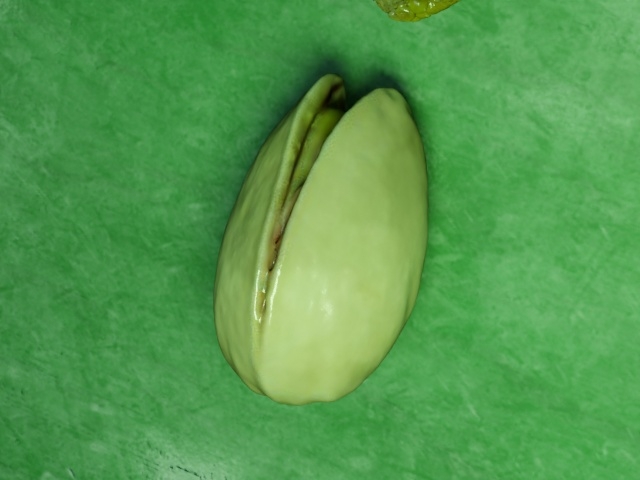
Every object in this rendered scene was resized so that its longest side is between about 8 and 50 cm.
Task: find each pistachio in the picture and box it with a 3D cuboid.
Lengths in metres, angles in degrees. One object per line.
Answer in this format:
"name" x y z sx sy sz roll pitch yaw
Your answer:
"pistachio" 0.000 0.000 1.861 0.193 0.214 0.318 12 96 24

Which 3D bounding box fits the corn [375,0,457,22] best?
"corn" 0.169 -0.304 1.754 0.322 0.119 0.119 -30 89 36
